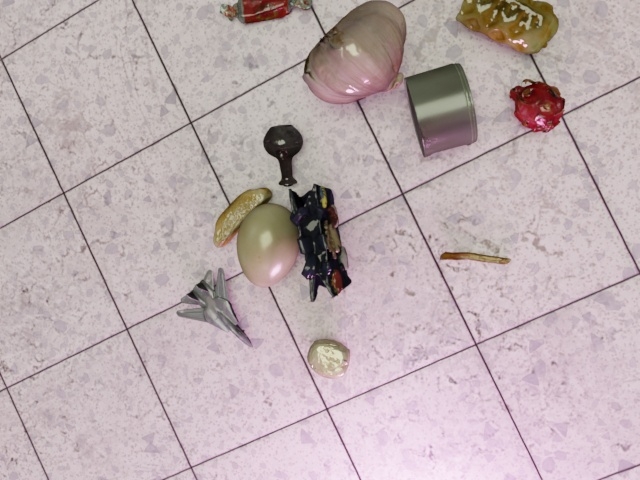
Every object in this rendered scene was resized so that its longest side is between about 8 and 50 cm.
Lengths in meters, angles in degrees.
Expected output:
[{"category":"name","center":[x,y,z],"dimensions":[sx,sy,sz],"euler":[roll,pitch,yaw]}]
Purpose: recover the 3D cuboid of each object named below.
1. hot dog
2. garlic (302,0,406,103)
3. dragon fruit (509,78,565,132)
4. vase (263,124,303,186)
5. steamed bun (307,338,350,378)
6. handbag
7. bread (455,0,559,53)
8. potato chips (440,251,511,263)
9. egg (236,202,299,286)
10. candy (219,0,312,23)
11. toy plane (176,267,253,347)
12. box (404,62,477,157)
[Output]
[{"category":"hot dog","center":[-0.252,-0.081,1.656],"dimensions":[0.242,0.084,0.073],"euler":[-45,82,8]},{"category":"garlic","center":[0.098,-0.509,1.481],"dimensions":[0.321,0.322,0.241],"euler":[-18,117,9]},{"category":"dragon fruit","center":[0.604,-0.377,1.492],"dimensions":[0.133,0.136,0.166],"euler":[-28,58,-20]},{"category":"vase","center":[-0.107,-0.254,1.620],"dimensions":[0.120,0.120,0.183],"euler":[-3,110,9]},{"category":"steamed bun","center":[0.026,0.357,1.624],"dimensions":[0.129,0.091,0.113],"euler":[12,90,11]},{"category":"handbag","center":[0.000,0.000,1.497],"dimensions":[0.121,0.329,0.304],"euler":[-12,91,6]},{"category":"bread","center":[0.525,-0.621,1.489],"dimensions":[0.267,0.130,0.152],"euler":[28,92,6]},{"category":"potato chips","center":[0.453,0.052,1.576],"dimensions":[0.203,0.037,0.026],"euler":[5,103,3]},{"category":"egg","center":[-0.155,0.015,1.591],"dimensions":[0.188,0.188,0.254],"euler":[10,101,8]},{"category":"candy","center":[-0.168,-0.711,1.628],"dimensions":[0.292,0.059,0.086],"euler":[-8,90,8]},{"category":"toy plane","center":[-0.301,0.233,1.680],"dimensions":[0.267,0.088,0.212],"euler":[44,99,-3]},{"category":"box","center":[0.330,-0.358,1.479],"dimensions":[0.149,0.226,0.226],"euler":[-14,90,9]}]
